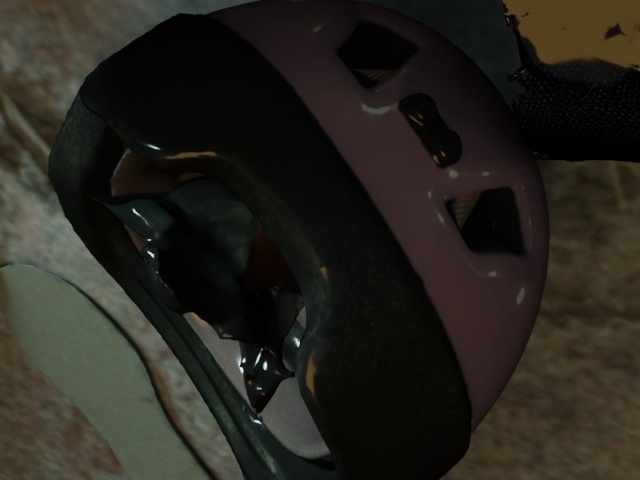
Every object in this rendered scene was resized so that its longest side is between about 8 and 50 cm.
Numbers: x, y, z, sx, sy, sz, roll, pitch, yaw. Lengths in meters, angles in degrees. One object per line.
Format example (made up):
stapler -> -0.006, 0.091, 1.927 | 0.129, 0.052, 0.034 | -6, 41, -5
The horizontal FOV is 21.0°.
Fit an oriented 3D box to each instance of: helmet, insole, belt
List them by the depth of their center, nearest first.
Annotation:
belt -> 0.092, -0.089, 0.556 | 0.058, 0.105, 0.140 | -1, 127, 18
helmet -> 0.000, 0.000, 0.650 | 0.198, 0.154, 0.253 | 55, 174, 6
insole -> -0.106, 0.081, 0.890 | 0.065, 0.004, 0.197 | -9, 130, 30
